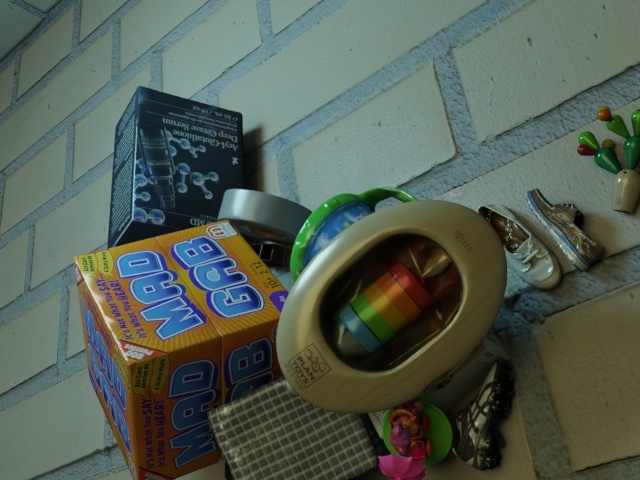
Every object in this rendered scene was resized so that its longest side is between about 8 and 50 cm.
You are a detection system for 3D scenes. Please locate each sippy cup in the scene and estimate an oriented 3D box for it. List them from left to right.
[{"bbox_3d":[0.096,0.053,1.530,0.224,0.240,0.306,33,120,35],"label":"sippy cup"}]

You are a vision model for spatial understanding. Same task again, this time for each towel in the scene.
[{"bbox_3d":[-0.046,0.371,1.426,0.283,0.121,0.235,-24,77,-7],"label":"towel"}]

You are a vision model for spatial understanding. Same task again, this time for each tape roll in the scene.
[{"bbox_3d":[-0.128,-0.052,1.768,0.219,0.219,0.072,3,75,44],"label":"tape roll"}]

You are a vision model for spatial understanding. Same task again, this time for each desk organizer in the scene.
[{"bbox_3d":[-0.146,0.036,1.867,0.130,0.050,0.047,-2,71,43],"label":"desk organizer"}]

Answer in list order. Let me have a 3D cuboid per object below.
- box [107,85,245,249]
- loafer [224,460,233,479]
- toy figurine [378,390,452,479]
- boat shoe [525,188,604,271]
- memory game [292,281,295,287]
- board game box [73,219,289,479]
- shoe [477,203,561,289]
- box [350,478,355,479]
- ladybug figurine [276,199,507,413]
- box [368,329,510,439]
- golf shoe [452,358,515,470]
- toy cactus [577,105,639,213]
[{"bbox_3d":[-0.372,-0.155,1.953,0.212,0.293,0.396,-39,48,50],"label":"box"},{"bbox_3d":[-0.164,0.470,1.696,0.061,0.062,0.170,20,89,41],"label":"loafer"},{"bbox_3d":[0.150,0.340,1.293,0.130,0.159,0.173,-6,97,18],"label":"toy figurine"},{"bbox_3d":[0.440,-0.031,1.349,0.066,0.066,0.183,-40,60,18],"label":"boat shoe"},{"bbox_3d":[-0.005,0.046,1.656,0.012,0.186,0.186,31,95,16],"label":"memory game"},{"bbox_3d":[-0.283,0.228,1.603,0.356,0.356,0.357,47,142,44],"label":"board game box"},{"bbox_3d":[0.363,0.008,1.400,0.076,0.058,0.219,-48,47,17],"label":"shoe"},{"bbox_3d":[-0.038,0.562,1.529,0.322,0.079,0.257,39,102,45],"label":"box"},{"bbox_3d":[0.120,0.119,1.320,0.449,0.162,0.305,-37,79,6],"label":"ladybug figurine"},{"bbox_3d":[0.210,0.255,1.414,0.275,0.094,0.113,-47,48,18],"label":"box"},{"bbox_3d":[0.284,0.303,1.338,0.093,0.077,0.198,6,76,44],"label":"golf shoe"},{"bbox_3d":[0.535,-0.139,1.285,0.219,0.112,0.181,12,91,36],"label":"toy cactus"}]
